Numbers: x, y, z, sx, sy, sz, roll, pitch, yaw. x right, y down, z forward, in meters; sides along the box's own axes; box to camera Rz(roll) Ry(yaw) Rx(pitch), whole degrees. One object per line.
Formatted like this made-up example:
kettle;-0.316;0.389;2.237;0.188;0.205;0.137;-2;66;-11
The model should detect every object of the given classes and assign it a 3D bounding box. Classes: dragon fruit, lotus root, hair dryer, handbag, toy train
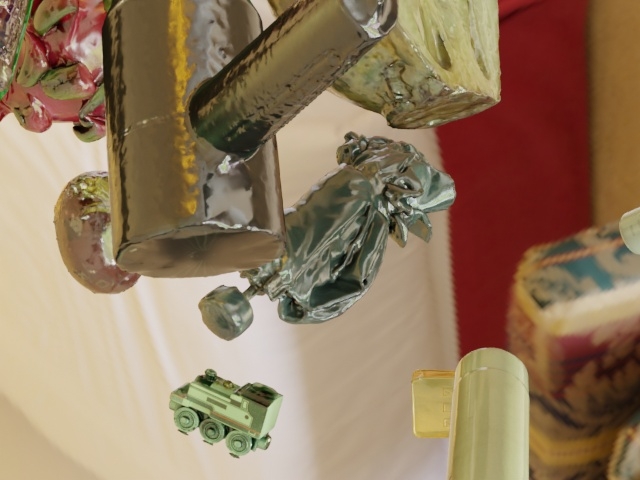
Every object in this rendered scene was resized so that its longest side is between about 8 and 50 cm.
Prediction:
dragon fruit;-0.270;-0.235;1.555;0.218;0.198;0.273;-97;28;-60
lotus root;0.057;-0.222;1.311;0.149;0.267;0.260;-22;91;35
hair dryer;-0.043;-0.133;0.882;0.302;0.116;0.244;-31;62;54
handbag;0.140;0.196;1.712;0.061;0.027;0.083;1;113;7
toy train;-0.071;0.124;1.047;0.083;0.033;0.053;22;108;16

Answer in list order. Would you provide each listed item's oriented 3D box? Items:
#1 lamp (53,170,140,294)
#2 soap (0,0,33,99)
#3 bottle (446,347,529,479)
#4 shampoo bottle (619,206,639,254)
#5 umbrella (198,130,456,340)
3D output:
lamp;-0.257;-0.012;1.767;0.157;0.135;0.156;-98;-3;-82
soap;-0.328;-0.256;1.282;0.098;0.273;0.218;4;165;36
bottle;0.147;0.180;1.246;0.072;0.201;0.072;4;123;6
shampoo bottle;0.443;-0.041;1.663;0.195;0.056;0.056;-28;97;39
umbrella;-0.002;0.000;1.449;0.143;0.349;0.094;33;136;18
